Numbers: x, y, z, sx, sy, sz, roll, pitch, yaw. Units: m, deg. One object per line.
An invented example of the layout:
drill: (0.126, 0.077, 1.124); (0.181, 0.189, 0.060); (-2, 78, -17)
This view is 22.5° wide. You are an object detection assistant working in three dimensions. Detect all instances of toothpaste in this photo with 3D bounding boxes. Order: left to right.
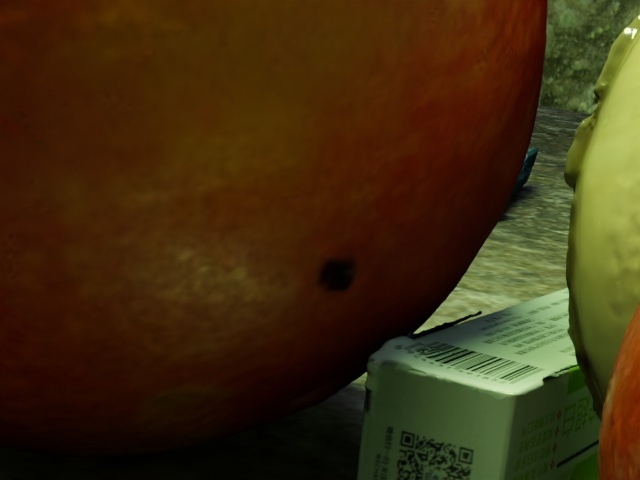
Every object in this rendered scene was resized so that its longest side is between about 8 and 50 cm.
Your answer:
toothpaste: (0.119, 0.067, 0.721); (0.067, 0.081, 0.336); (12, 11, 28)

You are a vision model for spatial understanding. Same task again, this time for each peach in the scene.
peach: (-0.097, -0.084, 0.670); (0.388, 0.388, 0.388); (6, 10, -1)

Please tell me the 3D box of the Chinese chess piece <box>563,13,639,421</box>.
Chinese chess piece: (0.221, 0.003, 0.602); (0.270, 0.270, 0.112); (2, 1, -27)

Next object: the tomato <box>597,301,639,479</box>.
tomato: (0.175, 0.063, 0.408); (0.208, 0.208, 0.184); (6, -10, -4)

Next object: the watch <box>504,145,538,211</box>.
watch: (0.130, -0.066, 1.599); (0.276, 0.068, 0.274); (4, 5, -14)
